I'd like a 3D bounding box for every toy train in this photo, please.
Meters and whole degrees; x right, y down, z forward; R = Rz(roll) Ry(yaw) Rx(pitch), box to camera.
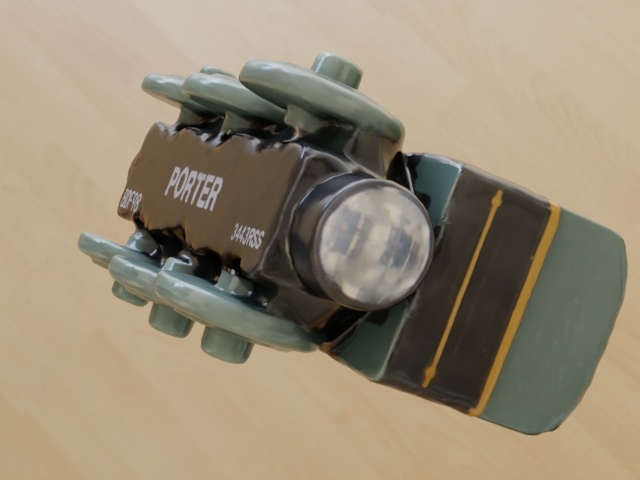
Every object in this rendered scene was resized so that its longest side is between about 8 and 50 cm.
[{"bbox_3d":[0.000,0.000,0.648,0.190,0.334,0.142,23,87,-22],"label":"toy train"}]
